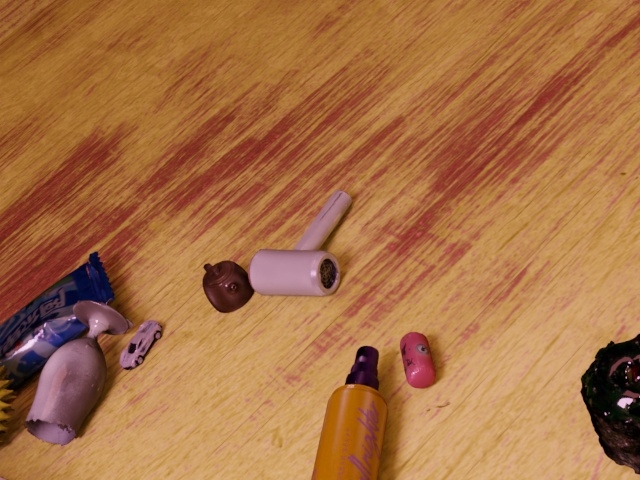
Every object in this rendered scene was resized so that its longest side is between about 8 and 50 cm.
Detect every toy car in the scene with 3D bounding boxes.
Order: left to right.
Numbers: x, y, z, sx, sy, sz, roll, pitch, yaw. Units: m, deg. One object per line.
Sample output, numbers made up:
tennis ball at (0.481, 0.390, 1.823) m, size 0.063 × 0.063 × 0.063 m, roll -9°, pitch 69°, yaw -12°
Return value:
toy car at (-0.291, 0.167, 1.641) m, size 0.041 × 0.025 × 0.093 m, roll 3°, pitch 48°, yaw 40°

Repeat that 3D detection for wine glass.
wine glass at (-0.380, 0.207, 1.597) m, size 0.103 × 0.103 × 0.222 m, roll -7°, pitch 48°, yaw 32°

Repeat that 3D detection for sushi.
sushi at (0.380, 0.162, 1.034) m, size 0.225 × 0.127 × 0.124 m, roll -3°, pitch 44°, yaw 39°

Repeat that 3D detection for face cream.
face cream at (0.039, 0.240, 1.245) m, size 0.078 × 0.078 × 0.273 m, roll -14°, pitch 38°, yaw 25°

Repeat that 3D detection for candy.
candy at (-0.491, 0.165, 1.758) m, size 0.331 × 0.077 × 0.187 m, roll -38°, pitch 36°, yaw -4°

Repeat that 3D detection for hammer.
hammer at (0.126, 0.153, 1.318) m, size 0.043 × 0.043 × 0.083 m, roll -24°, pitch 34°, yaw 12°

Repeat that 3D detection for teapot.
teapot at (-0.156, 0.063, 1.625) m, size 0.076 × 0.068 × 0.121 m, roll -40°, pitch 35°, yaw -11°

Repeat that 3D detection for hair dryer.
hair dryer at (0.000, 0.000, 1.603) m, size 0.131 × 0.073 × 0.236 m, roll -1°, pitch 36°, yaw 35°

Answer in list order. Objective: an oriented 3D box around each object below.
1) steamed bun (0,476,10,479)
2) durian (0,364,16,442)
steamed bun at (-0.530, 0.413, 1.238) m, size 0.324 × 0.372 × 0.230 m, roll -66°, pitch 8°, yaw -16°
durian at (-0.620, 0.282, 1.606) m, size 0.356 × 0.169 × 0.157 m, roll -31°, pitch 59°, yaw 16°
